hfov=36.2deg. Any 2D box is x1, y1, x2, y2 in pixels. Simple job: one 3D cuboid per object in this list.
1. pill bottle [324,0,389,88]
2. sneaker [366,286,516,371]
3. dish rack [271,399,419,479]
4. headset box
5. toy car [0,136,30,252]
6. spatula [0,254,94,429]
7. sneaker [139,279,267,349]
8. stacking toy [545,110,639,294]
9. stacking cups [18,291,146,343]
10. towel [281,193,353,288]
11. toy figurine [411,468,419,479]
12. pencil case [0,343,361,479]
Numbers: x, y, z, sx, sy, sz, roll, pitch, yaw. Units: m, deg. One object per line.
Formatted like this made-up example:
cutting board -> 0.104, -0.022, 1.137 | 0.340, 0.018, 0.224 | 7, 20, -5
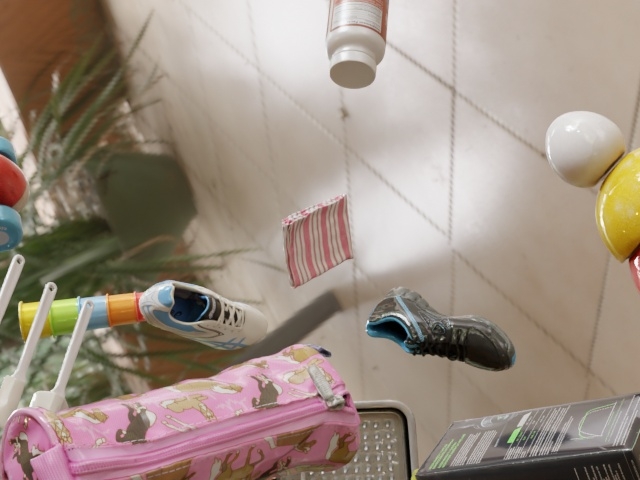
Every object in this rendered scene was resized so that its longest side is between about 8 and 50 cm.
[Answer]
pill bottle -> 0.071, -0.412, 1.931 | 0.121, 0.121, 0.216 | 108, 170, -62
sneaker -> 0.260, 0.221, 2.145 | 0.341, 0.140, 0.125 | 19, 126, 30
dish rack -> 0.044, 0.477, 2.093 | 0.072, 0.333, 0.285 | -43, -52, -82
headset box -> 0.277, 0.327, 1.123 | 0.283, 0.131, 0.246 | -18, 101, 34
toy car -> -0.587, -0.112, 1.498 | 0.238, 0.210, 0.219 | 69, 180, -46
spatula -> -0.385, 0.148, 1.296 | 0.019, 0.242, 0.168 | -29, 127, 36
sneaker -> -0.169, 0.119, 1.528 | 0.086, 0.237, 0.085 | -12, 68, 45
stacking toy -> 0.546, -0.037, 1.481 | 0.480, 0.351, 0.350 | 44, 155, 15
stacking cups -> -0.506, 0.155, 2.184 | 0.096, 0.316, 0.096 | 170, 90, -80
towel -> 0.000, 0.000, 1.958 | 0.029, 0.197, 0.144 | 10, 115, 40
toy figurine -> 0.241, 0.461, 1.437 | 0.191, 0.217, 0.362 | 56, -158, -13
pencil case -> -0.138, 0.214, 1.031 | 0.160, 0.386, 0.167 | 40, 125, 38
